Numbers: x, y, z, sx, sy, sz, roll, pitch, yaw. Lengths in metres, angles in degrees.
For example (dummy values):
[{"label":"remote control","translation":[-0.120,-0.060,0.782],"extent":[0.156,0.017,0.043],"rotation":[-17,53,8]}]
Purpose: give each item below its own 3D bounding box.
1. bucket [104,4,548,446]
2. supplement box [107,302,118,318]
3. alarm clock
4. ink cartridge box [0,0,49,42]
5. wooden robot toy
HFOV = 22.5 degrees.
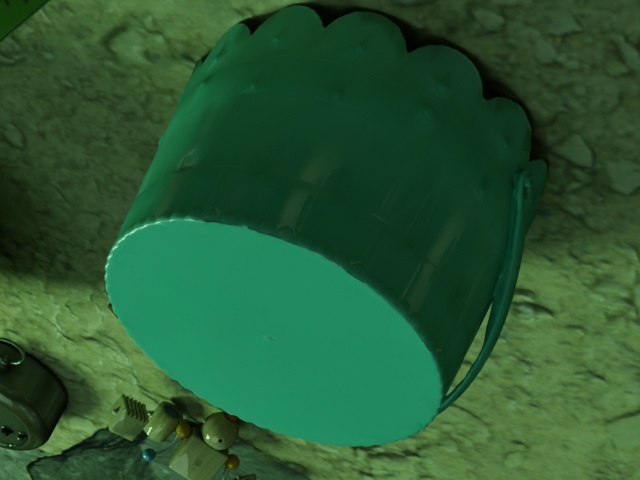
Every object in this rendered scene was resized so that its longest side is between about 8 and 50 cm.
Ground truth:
[{"label":"bucket","translation":[0.000,0.000,1.094],"extent":[0.281,0.183,0.281],"rotation":[18,146,13]},{"label":"supplement box","translation":[-0.127,0.047,1.347],"extent":[0.083,0.055,0.043],"rotation":[-4,136,34]},{"label":"alarm clock","translation":[-0.319,0.148,1.598],"extent":[0.129,0.064,0.192],"rotation":[24,143,1]},{"label":"ink cartridge box","translation":[-0.275,-0.248,1.026],"extent":[0.255,0.097,0.189],"rotation":[38,167,52]},{"label":"wooden robot toy","translation":[-0.112,0.183,1.533],"extent":[0.173,0.076,0.079],"rotation":[35,109,-14]}]
